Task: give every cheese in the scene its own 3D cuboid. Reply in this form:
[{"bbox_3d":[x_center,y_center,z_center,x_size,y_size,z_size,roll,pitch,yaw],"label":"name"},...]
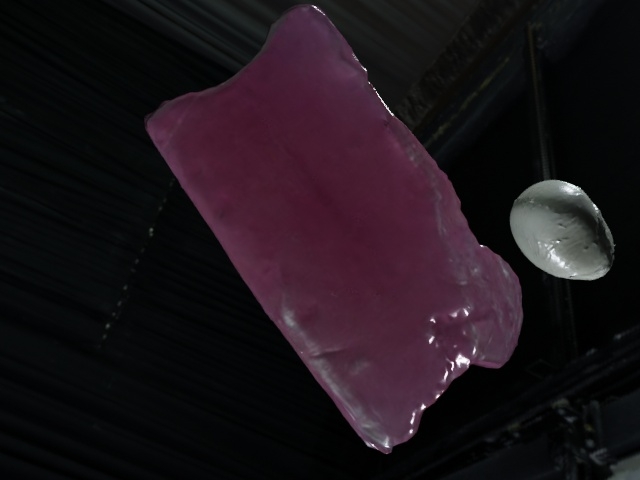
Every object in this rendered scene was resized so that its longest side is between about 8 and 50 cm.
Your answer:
[{"bbox_3d":[0.446,-0.023,1.251,0.154,0.189,0.198,-30,-163,8],"label":"cheese"}]

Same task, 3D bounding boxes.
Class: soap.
[{"bbox_3d":[0.000,0.000,0.521,0.128,0.233,0.359,-36,-179,-6],"label":"soap"}]
